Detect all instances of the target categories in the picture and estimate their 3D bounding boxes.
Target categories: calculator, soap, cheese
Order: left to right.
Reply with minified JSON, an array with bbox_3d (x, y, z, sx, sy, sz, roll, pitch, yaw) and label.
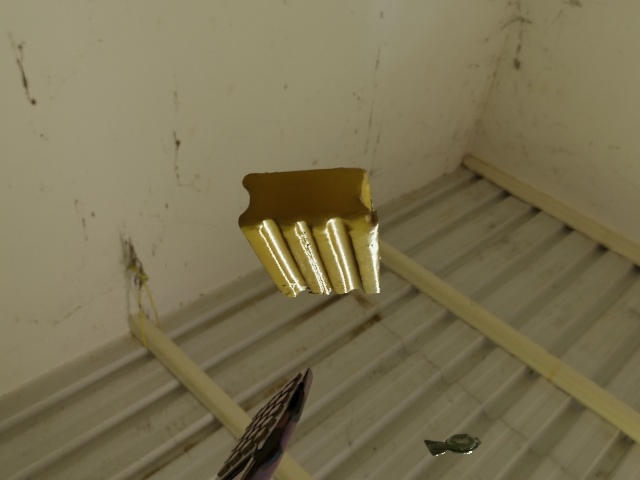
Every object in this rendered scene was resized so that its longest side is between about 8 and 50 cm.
[{"bbox_3d":[-0.091,0.298,0.859,0.043,0.194,0.294,38,-146,-2],"label":"calculator"},{"bbox_3d":[0.000,0.000,1.007,0.204,0.324,0.096,-1,-114,7],"label":"soap"},{"bbox_3d":[0.292,0.447,1.318,0.120,0.026,0.067,-6,-167,-8],"label":"cheese"}]
